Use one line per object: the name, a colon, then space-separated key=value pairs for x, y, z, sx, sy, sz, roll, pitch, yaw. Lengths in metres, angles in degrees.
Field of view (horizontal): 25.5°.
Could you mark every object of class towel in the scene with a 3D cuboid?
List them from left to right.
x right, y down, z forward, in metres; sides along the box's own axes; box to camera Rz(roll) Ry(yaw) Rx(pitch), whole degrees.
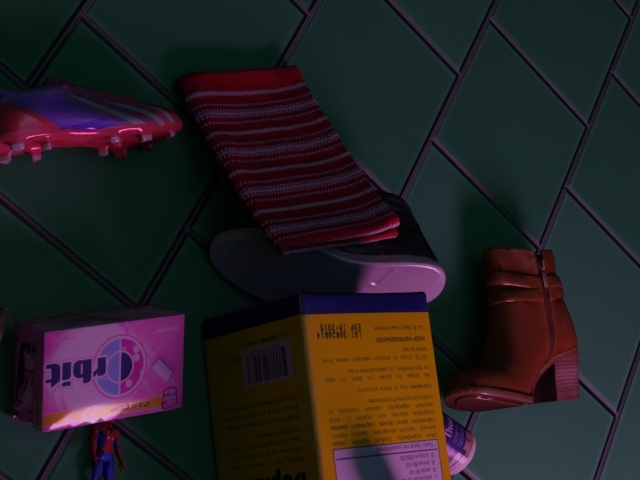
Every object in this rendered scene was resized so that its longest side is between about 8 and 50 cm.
towel: x=-0.039 y=-0.104 z=1.703 sx=0.199 sy=0.031 sz=0.275 roll=-9 pitch=57 yaw=-41

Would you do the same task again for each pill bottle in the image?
pill bottle: x=0.137 y=0.245 z=1.808 sx=0.120 sy=0.067 sz=0.067 roll=37 pitch=57 yaw=-27

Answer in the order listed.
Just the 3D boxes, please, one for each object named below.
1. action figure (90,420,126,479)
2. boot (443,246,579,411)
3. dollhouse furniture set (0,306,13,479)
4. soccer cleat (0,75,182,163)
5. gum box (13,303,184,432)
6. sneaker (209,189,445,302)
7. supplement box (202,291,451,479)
action figure: x=-0.233 y=0.239 z=1.526 sx=0.038 sy=0.030 sz=0.115 roll=16 pitch=66 yaw=-32
boot: x=0.254 y=0.115 z=1.911 sx=0.283 sy=0.109 sz=0.220 roll=-1 pitch=80 yaw=-42
dollhouse furniture set: x=-0.353 y=0.118 z=1.361 sx=0.303 sy=0.174 sz=0.355 roll=39 pitch=57 yaw=-26
soccer cleat: x=-0.263 y=-0.142 z=1.572 sx=0.248 sy=0.083 sz=0.095 roll=-8 pitch=79 yaw=-38
gum box: x=-0.238 y=0.134 z=1.504 sx=0.188 sy=0.062 sz=0.107 roll=-5 pitch=102 yaw=-41
sneaker: x=0.000 y=0.000 z=1.750 sx=0.296 sy=0.104 sz=0.147 roll=6 pitch=39 yaw=-17
supplement box: x=0.011 y=0.248 z=1.618 sx=0.194 sy=0.195 sz=0.356 roll=2 pitch=76 yaw=-39
